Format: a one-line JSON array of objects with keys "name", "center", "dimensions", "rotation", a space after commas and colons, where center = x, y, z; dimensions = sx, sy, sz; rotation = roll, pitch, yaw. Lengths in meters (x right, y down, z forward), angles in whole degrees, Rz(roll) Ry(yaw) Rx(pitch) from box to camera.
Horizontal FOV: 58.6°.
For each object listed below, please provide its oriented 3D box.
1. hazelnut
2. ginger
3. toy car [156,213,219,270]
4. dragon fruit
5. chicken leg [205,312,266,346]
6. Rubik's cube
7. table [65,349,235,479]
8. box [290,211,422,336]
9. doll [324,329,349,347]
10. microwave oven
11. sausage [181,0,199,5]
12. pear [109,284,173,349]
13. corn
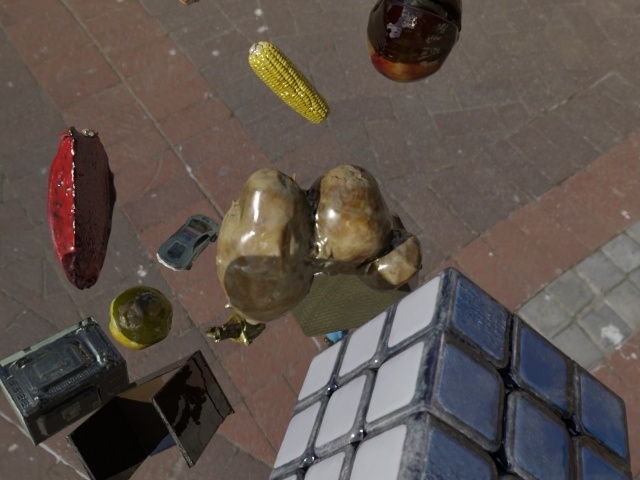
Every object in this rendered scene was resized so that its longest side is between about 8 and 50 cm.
[{"name": "hazelnut", "center": [0.216, -0.490, 1.317], "dimensions": [0.217, 0.217, 0.252], "rotation": [19, 99, 7]}, {"name": "ginger", "center": [0.000, 0.000, 0.825], "dimensions": [0.303, 0.245, 0.155], "rotation": [-9, 27, -6]}, {"name": "toy car", "center": [-0.342, -0.001, 1.493], "dimensions": [0.095, 0.056, 0.205], "rotation": [28, 50, 8]}, {"name": "dragon fruit", "center": [-0.530, -0.075, 1.265], "dimensions": [0.100, 0.282, 0.344], "rotation": [1, 97, 0]}, {"name": "chicken leg", "center": [-0.253, 0.274, 1.746], "dimensions": [0.088, 0.103, 0.227], "rotation": [3, 13, 36]}, {"name": "Rubik's cube", "center": [0.138, 0.273, 0.661], "dimensions": [0.305, 0.304, 0.301], "rotation": [36, 44, -10]}, {"name": "table", "center": [-0.392, 0.439, 1.370], "dimensions": [0.250, 0.282, 0.196], "rotation": [-26, 95, 11]}, {"name": "box", "center": [0.064, 0.080, 1.211], "dimensions": [0.273, 0.184, 0.143], "rotation": [-15, 37, 20]}, {"name": "doll", "center": [0.010, 0.168, 1.641], "dimensions": [0.098, 0.346, 0.341], "rotation": [-9, 25, -16]}, {"name": "microwave oven", "center": [-0.735, 0.390, 1.639], "dimensions": [0.295, 0.181, 0.237], "rotation": [-28, 56, -34]}, {"name": "sausage", "center": [-0.254, -0.528, 0.841], "dimensions": [0.287, 0.233, 0.233], "rotation": [36, 61, -13]}, {"name": "pear", "center": [-0.390, 0.160, 1.251], "dimensions": [0.141, 0.104, 0.141], "rotation": [15, 45, -16]}, {"name": "corn", "center": [-0.060, -0.307, 1.117], "dimensions": [0.067, 0.206, 0.067], "rotation": [-30, 39, 28]}]
